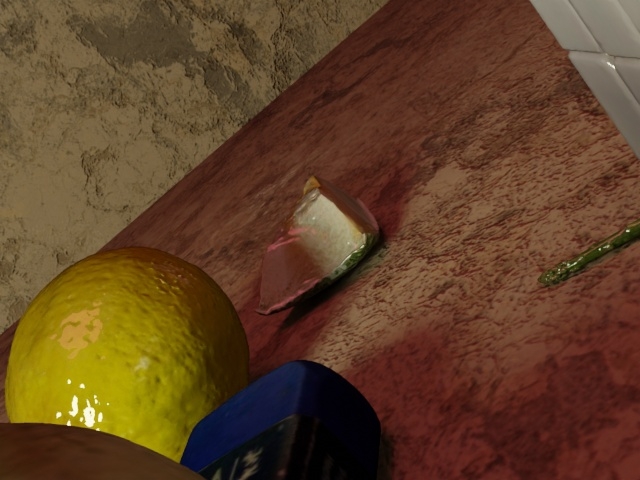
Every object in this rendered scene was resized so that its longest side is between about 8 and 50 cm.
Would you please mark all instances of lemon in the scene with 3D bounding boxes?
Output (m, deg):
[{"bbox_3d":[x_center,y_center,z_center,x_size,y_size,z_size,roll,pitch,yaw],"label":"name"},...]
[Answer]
[{"bbox_3d":[-0.180,0.123,0.960,0.236,0.236,0.263,-37,42,11],"label":"lemon"}]

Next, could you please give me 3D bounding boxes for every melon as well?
[{"bbox_3d":[0.005,0.002,1.126,0.140,0.093,0.202,-3,43,53],"label":"melon"}]

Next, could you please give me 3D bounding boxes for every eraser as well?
[{"bbox_3d":[-0.041,0.203,0.642,0.155,0.101,0.332,-36,15,19],"label":"eraser"}]

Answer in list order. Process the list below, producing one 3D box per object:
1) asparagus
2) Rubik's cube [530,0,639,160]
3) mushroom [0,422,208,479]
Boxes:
[{"bbox_3d":[0.214,0.006,0.768,0.114,0.014,0.015,-32,-16,24],"label":"asparagus"},{"bbox_3d":[0.301,-0.174,0.676,0.231,0.221,0.224,-41,16,-2],"label":"Rubik's cube"},{"bbox_3d":[-0.123,0.241,0.355,0.352,0.352,0.260,-32,-26,26],"label":"mushroom"}]
